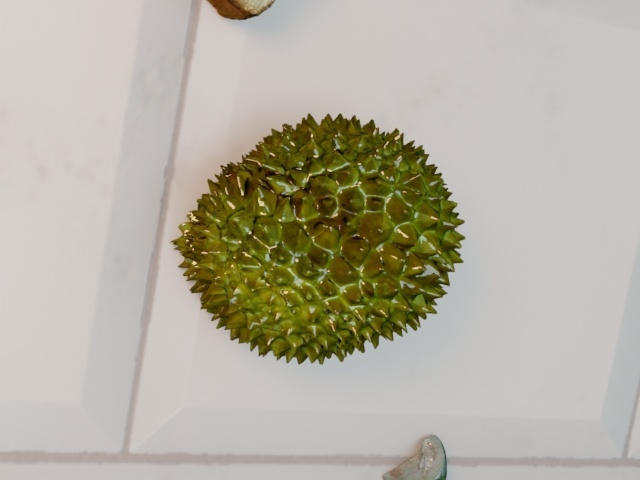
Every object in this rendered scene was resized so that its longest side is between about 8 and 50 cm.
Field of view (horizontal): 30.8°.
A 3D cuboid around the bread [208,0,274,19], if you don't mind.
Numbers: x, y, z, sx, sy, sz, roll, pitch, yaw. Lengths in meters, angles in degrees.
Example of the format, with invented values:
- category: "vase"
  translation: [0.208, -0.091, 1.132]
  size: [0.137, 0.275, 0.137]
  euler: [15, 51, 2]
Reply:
- category: "bread"
  translation: [-0.062, -0.226, 0.925]
  size: [0.083, 0.070, 0.077]
  euler: [-48, 118, -12]

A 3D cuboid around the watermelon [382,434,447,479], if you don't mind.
- category: "watermelon"
  translation: [0.091, 0.226, 1.126]
  size: [0.061, 0.085, 0.085]
  euler: [10, 97, 1]

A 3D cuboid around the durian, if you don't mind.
- category: "durian"
  translation: [0.004, -0.001, 0.958]
  size: [0.236, 0.176, 0.200]
  euler: [-21, 90, -10]
